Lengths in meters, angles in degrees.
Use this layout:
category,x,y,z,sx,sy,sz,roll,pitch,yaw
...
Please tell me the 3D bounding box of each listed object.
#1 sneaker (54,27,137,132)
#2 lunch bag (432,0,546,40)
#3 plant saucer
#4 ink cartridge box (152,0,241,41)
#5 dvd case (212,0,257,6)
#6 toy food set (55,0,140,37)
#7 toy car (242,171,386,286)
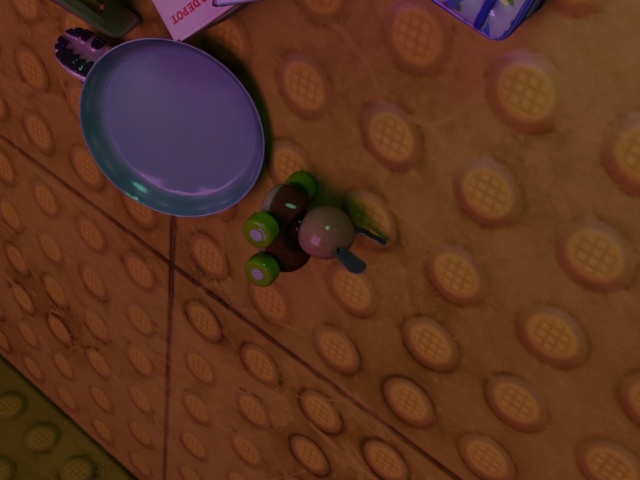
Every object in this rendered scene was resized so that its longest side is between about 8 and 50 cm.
category,x,y,z,sx,sy,sz,roll,pitch,yaw
sneaker,-0.344,-0.268,1.459,0.275,0.107,0.110,42,170,6
lunch bag,0.191,-0.334,0.866,0.176,0.090,0.219,42,141,9
plant saucer,-0.239,-0.184,1.357,0.318,0.043,0.317,7,123,11
ink cartridge box,-0.177,-0.440,1.127,0.198,0.115,0.272,-15,108,49
dvd case,-0.028,-0.388,0.990,0.253,0.022,0.180,-3,110,18
toy food set,-0.439,-0.442,1.291,0.220,0.306,0.092,33,93,22
toy car,0.000,0.000,1.270,0.189,0.155,0.148,18,131,20
